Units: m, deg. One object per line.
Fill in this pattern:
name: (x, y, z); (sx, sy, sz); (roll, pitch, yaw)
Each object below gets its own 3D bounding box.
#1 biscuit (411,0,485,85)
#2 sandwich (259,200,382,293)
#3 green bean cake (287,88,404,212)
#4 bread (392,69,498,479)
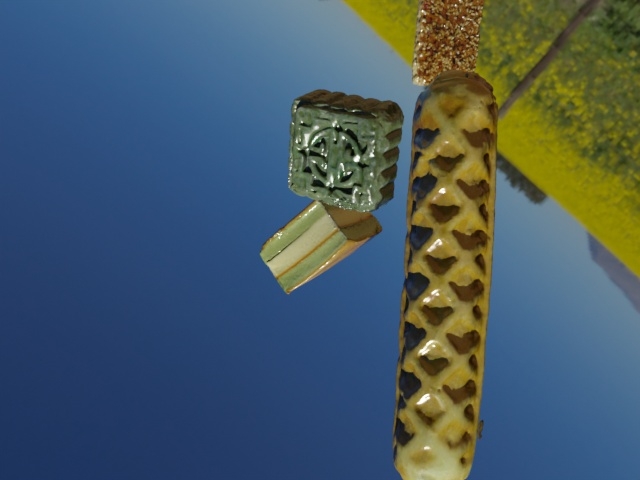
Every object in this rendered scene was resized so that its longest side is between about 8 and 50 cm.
biscuit: (0.218, -0.374, 1.313); (0.131, 0.230, 0.025); (-8, -157, -25)
sandwich: (0.000, 0.000, 1.519); (0.117, 0.187, 0.144); (55, -153, 11)
green bean cake: (0.038, -0.149, 1.321); (0.183, 0.185, 0.094); (14, -155, 22)
bread: (0.107, 0.035, 0.678); (0.077, 0.367, 0.084); (5, 179, 42)
